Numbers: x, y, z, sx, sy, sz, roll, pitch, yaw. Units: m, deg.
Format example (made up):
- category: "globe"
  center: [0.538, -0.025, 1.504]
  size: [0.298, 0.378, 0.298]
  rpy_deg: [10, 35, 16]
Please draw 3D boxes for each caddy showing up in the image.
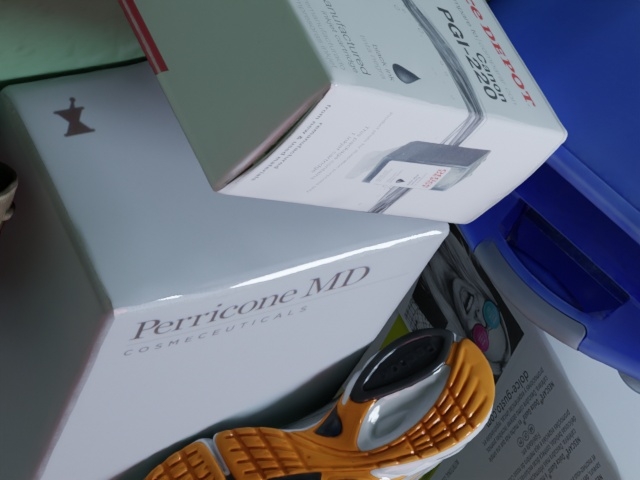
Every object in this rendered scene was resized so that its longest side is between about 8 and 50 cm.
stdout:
- category: "caddy"
  center: [0.187, -0.018, 1.055]
  size: [0.179, 0.341, 0.241]
  rpy_deg: [-43, 157, -8]

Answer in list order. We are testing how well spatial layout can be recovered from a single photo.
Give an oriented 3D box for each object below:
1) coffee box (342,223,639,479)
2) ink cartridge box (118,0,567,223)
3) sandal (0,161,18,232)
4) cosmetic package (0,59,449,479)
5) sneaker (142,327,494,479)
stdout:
- category: "coffee box"
  center: [0.259, 0.120, 1.380]
  size: [0.337, 0.334, 0.338]
  rpy_deg: [-15, 154, -25]
- category: "ink cartridge box"
  center: [0.013, -0.100, 0.895]
  size: [0.092, 0.158, 0.218]
  rpy_deg: [-41, 153, 27]
- category: "sandal"
  center: [-0.198, -0.034, 0.876]
  size: [0.086, 0.120, 0.303]
  rpy_deg: [-31, 160, -28]
- category: "cosmetic package"
  center: [-0.121, 0.077, 1.115]
  size: [0.230, 0.161, 0.453]
  rpy_deg: [-13, 152, -30]
- category: "sneaker"
  center: [-0.005, 0.158, 1.090]
  size: [0.262, 0.099, 0.121]
  rpy_deg: [-26, 162, -7]
